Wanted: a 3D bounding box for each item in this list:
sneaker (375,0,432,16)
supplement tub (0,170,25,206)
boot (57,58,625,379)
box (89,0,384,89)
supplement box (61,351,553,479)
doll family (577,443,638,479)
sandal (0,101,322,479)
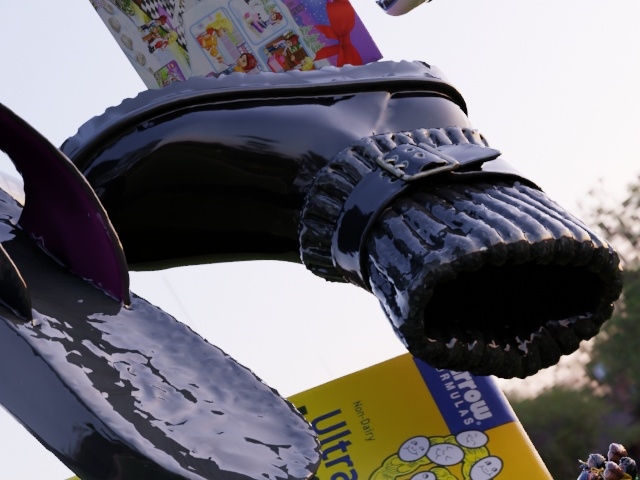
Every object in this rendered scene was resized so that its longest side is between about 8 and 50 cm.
[{"bbox_3d":[0.131,-0.275,1.245,0.085,0.086,0.237,-33,11,44],"label":"sneaker"},{"bbox_3d":[-0.345,-0.013,1.347,0.117,0.117,0.190,-36,-21,9],"label":"supplement tub"},{"bbox_3d":[0.001,-0.003,0.851,0.347,0.260,0.131,-15,-46,-14],"label":"boot"},{"bbox_3d":[-0.102,-0.238,1.151,0.201,0.293,0.057,-31,13,6],"label":"box"},{"bbox_3d":[-0.009,0.248,0.904,0.356,0.194,0.195,-20,-52,-4],"label":"supplement box"},{"bbox_3d":[0.353,0.308,1.575,0.193,0.076,0.111,-167,101,-82],"label":"doll family"},{"bbox_3d":[-0.177,-0.009,0.693,0.107,0.445,0.167,-62,-14,20],"label":"sandal"}]
